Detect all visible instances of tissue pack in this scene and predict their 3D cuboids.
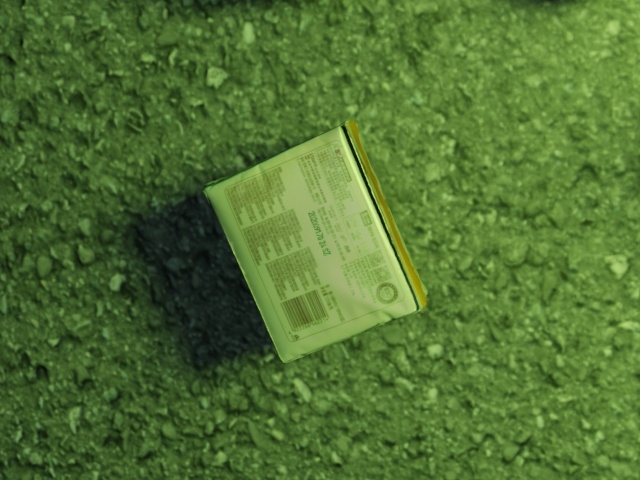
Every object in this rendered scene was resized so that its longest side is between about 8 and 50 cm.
[{"bbox_3d":[0.000,0.000,0.828,0.185,0.124,0.225,-23,95,9],"label":"tissue pack"}]
